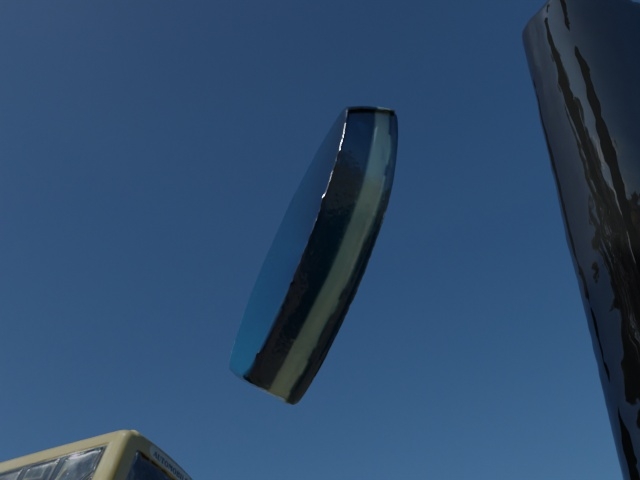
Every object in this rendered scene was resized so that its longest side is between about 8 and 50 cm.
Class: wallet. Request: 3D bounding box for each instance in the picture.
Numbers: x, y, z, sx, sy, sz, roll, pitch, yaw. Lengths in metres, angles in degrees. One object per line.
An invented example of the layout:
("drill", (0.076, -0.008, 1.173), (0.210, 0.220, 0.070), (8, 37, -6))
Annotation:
("wallet", (0.227, 0.067, 0.329), (0.228, 0.406, 0.062), (9, -27, -25))

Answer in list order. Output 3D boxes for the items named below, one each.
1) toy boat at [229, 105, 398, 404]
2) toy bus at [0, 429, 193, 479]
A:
("toy boat", (0.000, 0.000, 0.617), (0.061, 0.299, 0.096), (27, -11, -24))
("toy bus", (-0.311, 0.333, 0.683), (0.365, 0.202, 0.177), (-19, -55, 20))
